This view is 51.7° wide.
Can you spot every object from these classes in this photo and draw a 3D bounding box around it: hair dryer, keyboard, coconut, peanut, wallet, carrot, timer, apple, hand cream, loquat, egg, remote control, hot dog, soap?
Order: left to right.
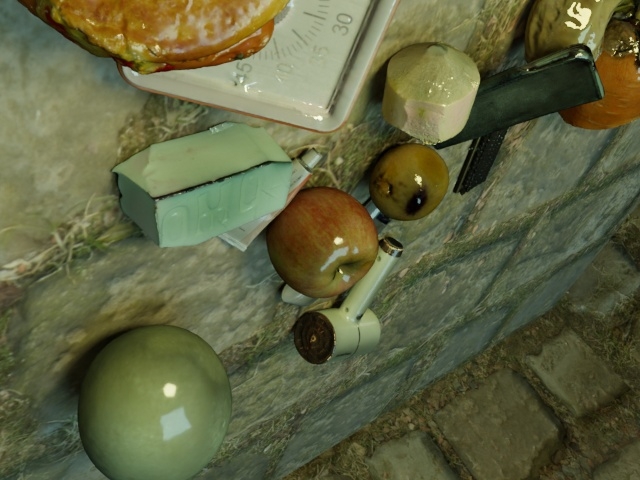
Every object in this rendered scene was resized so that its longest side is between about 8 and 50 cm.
[{"bbox_3d":[-0.150,-0.223,0.543,0.257,0.150,0.153,12,122,-17],"label":"hot dog"},{"bbox_3d":[-0.282,0.289,1.137,0.259,0.258,0.352,-27,149,-24],"label":"egg"},{"bbox_3d":[-0.158,-0.072,0.921,0.231,0.091,0.145,-26,150,-28],"label":"soap"},{"bbox_3d":[-0.068,-0.262,0.676,0.250,0.161,0.257,0,137,-27],"label":"timer"},{"bbox_3d":[-0.076,-0.068,1.084,0.216,0.052,0.038,-44,-173,14],"label":"hand cream"},{"bbox_3d":[0.000,0.000,1.144,0.188,0.174,0.188,-28,148,-19],"label":"apple"},{"bbox_3d":[0.050,0.028,1.385,0.313,0.055,0.109,-45,153,10],"label":"remote control"},{"bbox_3d":[0.098,0.130,1.559,0.203,0.128,0.361,1,125,-53],"label":"hair dryer"},{"bbox_3d":[0.165,-0.108,1.232,0.163,0.137,0.163,-27,133,-34],"label":"loquat"},{"bbox_3d":[0.172,-0.239,1.035,0.147,0.147,0.152,-30,155,-18],"label":"coconut"},{"bbox_3d":[0.368,-0.218,1.447,0.106,0.027,0.317,-28,152,-24],"label":"keyboard"},{"bbox_3d":[0.328,-0.248,1.179,0.318,0.045,0.172,-17,158,26],"label":"wallet"},{"bbox_3d":[0.459,-0.421,1.132,0.149,0.149,0.313,-6,136,-49],"label":"peanut"},{"bbox_3d":[0.610,-0.366,1.330,0.193,0.214,0.331,-56,156,-21],"label":"carrot"}]

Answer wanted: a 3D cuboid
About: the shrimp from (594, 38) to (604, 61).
[{"bbox_3d":[0.480,-0.404,1.248,0.034,0.124,0.178,-2,92,-34],"label":"shrimp"}]
